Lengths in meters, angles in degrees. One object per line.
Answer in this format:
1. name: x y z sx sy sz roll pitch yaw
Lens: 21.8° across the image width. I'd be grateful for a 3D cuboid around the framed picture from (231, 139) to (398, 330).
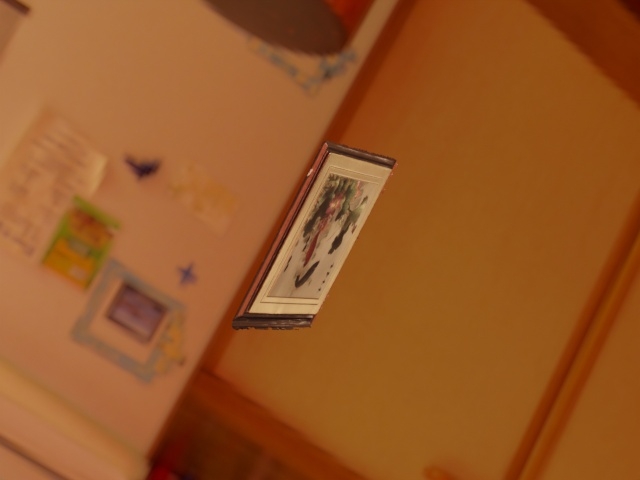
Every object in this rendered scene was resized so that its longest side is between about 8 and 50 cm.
1. framed picture: 0.000 0.000 1.593 0.010 0.195 0.199 31 -171 21
